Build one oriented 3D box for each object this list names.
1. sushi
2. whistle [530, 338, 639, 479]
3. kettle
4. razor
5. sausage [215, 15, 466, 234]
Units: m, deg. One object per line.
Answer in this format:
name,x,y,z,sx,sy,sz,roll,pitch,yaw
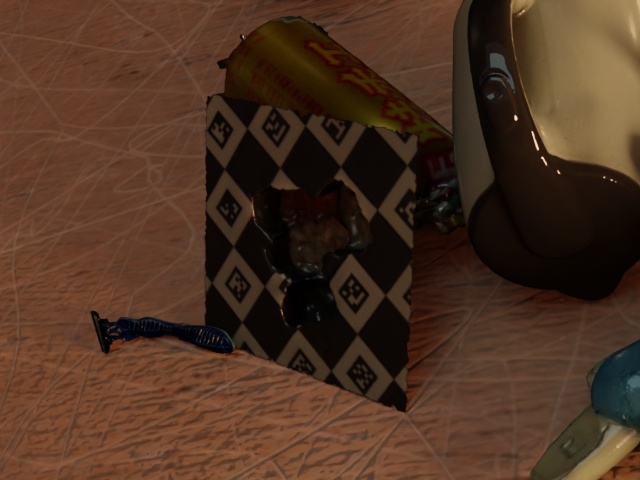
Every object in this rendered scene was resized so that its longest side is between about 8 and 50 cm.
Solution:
sushi,0.000,0.000,1.034,0.231,0.220,0.047,16,21,40
whistle,0.234,0.087,0.860,0.235,0.077,0.114,-41,24,-2
kettle,0.166,-0.100,0.957,0.161,0.221,0.236,-14,46,24
razor,-0.136,0.082,1.126,0.154,0.044,0.028,2,28,31
sausage,0.029,-0.088,1.103,0.125,0.117,0.317,-13,37,-29
